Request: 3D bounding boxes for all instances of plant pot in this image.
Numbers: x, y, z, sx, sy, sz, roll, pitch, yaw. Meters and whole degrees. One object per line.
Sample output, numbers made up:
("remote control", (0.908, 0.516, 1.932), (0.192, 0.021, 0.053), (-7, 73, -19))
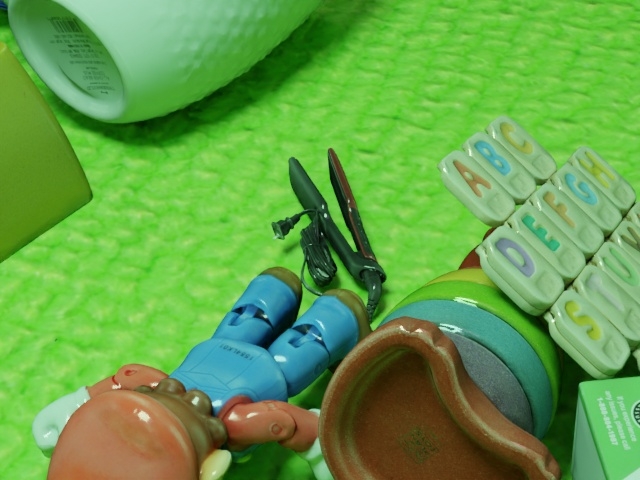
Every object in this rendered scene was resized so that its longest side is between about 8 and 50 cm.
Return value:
("plant pot", (-0.379, -0.101, 1.358), (0.212, 0.187, 0.212), (26, 49, 32))

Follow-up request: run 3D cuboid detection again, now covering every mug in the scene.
("mug", (-0.195, -0.300, 1.518), (0.374, 0.276, 0.328), (19, 53, 34))

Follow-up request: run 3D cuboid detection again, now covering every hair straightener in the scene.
("hair straightener", (0.000, 0.000, 1.318), (0.089, 0.047, 0.230), (-12, 45, -8))

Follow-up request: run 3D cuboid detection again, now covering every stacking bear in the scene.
("stacking bear", (0.127, 0.088, 1.111), (0.175, 0.164, 0.289), (48, 38, -4))

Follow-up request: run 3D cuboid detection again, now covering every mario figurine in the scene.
("mario figurine", (-0.092, 0.154, 1.111), (0.198, 0.170, 0.320), (-20, 12, 43))

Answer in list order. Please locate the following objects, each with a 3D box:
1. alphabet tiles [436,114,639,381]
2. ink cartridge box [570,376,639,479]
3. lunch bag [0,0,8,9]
("alphabet tiles", (0.224, 0.010, 1.149), (0.278, 0.021, 0.284), (44, 33, 6))
("ink cartridge box", (0.336, 0.191, 0.991), (0.278, 0.117, 0.201), (-6, 40, -2))
("lunch bag", (-0.360, -0.329, 1.697), (0.151, 0.096, 0.129), (-20, 42, -31))
